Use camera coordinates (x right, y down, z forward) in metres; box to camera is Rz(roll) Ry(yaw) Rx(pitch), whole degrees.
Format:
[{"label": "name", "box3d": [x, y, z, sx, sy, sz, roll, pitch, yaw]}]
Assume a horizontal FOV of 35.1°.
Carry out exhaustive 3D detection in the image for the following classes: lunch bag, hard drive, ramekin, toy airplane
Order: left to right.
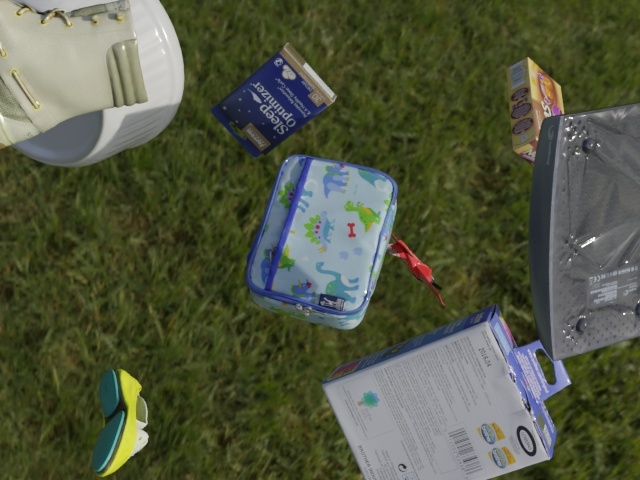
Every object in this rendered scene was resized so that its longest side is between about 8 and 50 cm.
[{"label": "ramekin", "box3d": [-0.311, -0.213, 1.233, 0.273, 0.273, 0.127, 35, 41, 5]}, {"label": "lunch bag", "box3d": [0.000, 0.000, 1.355, 0.176, 0.090, 0.219, 16, 69, 8]}, {"label": "toy airplane", "box3d": [0.138, 0.032, 1.531, 0.028, 0.151, 0.151, -46, 78, 4]}, {"label": "hard drive", "box3d": [0.289, -0.015, 1.045, 0.172, 0.255, 0.054, -12, 20, -27]}]

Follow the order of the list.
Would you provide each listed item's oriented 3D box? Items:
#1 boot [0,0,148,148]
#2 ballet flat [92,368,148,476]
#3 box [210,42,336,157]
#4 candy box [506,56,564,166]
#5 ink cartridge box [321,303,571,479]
[{"label": "boot", "box3d": [-0.257, -0.204, 0.924, 0.165, 0.213, 0.077, -18, 25, -9]}, {"label": "ballet flat", "box3d": [-0.309, 0.291, 1.599, 0.077, 0.077, 0.231, 34, 20, -26]}, {"label": "box", "box3d": [-0.096, -0.253, 1.913, 0.136, 0.225, 0.036, 46, 33, -15]}, {"label": "candy box", "box3d": [0.379, -0.215, 1.772, 0.109, 0.053, 0.187, 31, 46, -36]}, {"label": "ink cartridge box", "box3d": [0.243, 0.292, 1.815, 0.270, 0.395, 0.151, 65, 20, -3]}]
